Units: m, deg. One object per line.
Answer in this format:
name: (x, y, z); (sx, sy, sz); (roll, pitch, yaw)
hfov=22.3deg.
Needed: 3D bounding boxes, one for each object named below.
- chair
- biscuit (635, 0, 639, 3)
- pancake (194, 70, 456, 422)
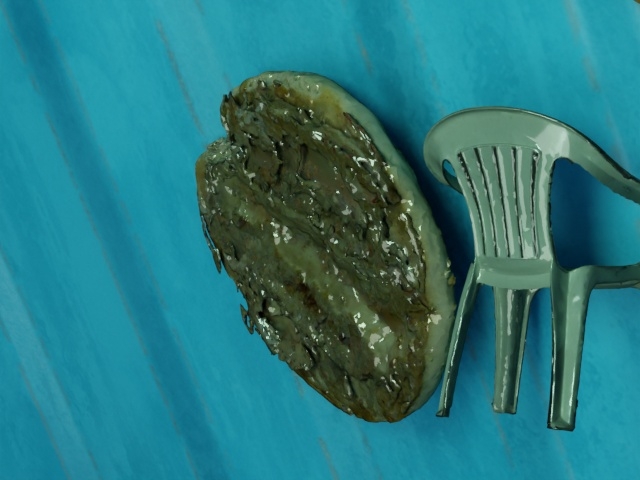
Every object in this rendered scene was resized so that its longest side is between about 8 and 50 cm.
chair: (0.196, 0.029, 1.444); (0.203, 0.191, 0.274); (-1, 85, 41)
biscuit: (0.248, -0.257, 1.332); (0.184, 0.027, 0.133); (46, 134, 9)
pancake: (-0.001, 0.001, 1.645); (0.382, 0.071, 0.382); (31, 134, 39)
